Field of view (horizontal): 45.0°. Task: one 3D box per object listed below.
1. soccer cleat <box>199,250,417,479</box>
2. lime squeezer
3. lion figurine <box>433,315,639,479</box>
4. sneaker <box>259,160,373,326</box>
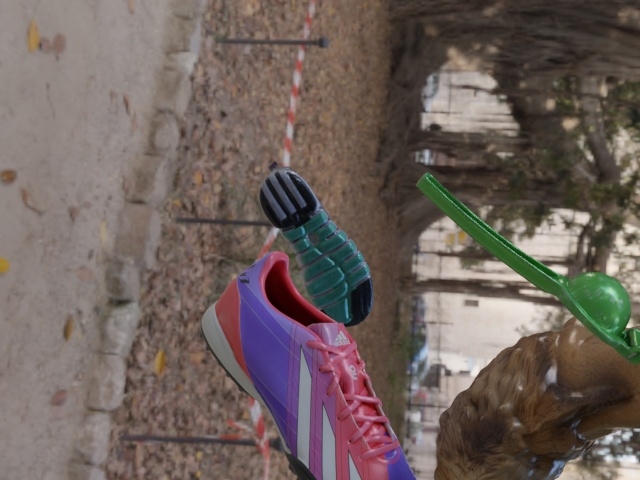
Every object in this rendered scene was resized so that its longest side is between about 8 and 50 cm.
[{"bbox_3d":[0.008,0.149,0.748,0.116,0.318,0.108,-51,154,19],"label":"soccer cleat"},{"bbox_3d":[0.209,0.031,0.499,0.059,0.310,0.110,-62,157,-50],"label":"lime squeezer"},{"bbox_3d":[0.282,0.108,0.612,0.240,0.392,0.142,-22,85,-47],"label":"lion figurine"},{"bbox_3d":[0.000,0.000,0.968,0.224,0.083,0.098,62,6,-20],"label":"sneaker"}]
